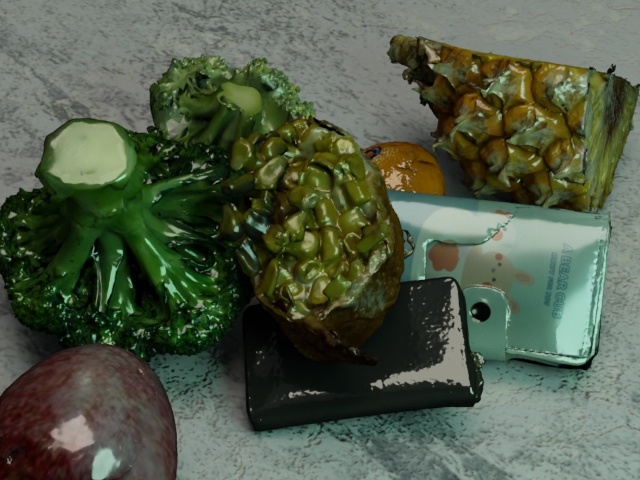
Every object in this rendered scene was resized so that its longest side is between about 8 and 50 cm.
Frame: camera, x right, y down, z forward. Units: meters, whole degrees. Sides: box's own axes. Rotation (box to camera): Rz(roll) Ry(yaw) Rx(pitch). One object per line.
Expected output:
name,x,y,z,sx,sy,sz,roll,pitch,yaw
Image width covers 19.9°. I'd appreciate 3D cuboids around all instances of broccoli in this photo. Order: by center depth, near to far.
broccoli,-0.194,-0.010,1.883,0.297,0.297,0.297,-1,64,2
broccoli,-0.098,-0.103,2.076,0.198,0.176,0.226,-7,29,-6

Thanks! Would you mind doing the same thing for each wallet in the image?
wallet,0.043,0.116,1.888,0.250,0.044,0.149,-9,62,5
wallet,0.180,0.042,1.956,0.250,0.075,0.176,7,81,6

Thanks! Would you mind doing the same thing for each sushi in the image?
sushi,-0.002,-0.003,1.838,0.167,0.179,0.296,0,63,15

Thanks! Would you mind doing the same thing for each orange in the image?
orange,0.079,-0.049,2.070,0.135,0.117,0.135,-30,13,7

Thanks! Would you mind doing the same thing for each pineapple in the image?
pineapple,0.199,-0.118,2.118,0.286,0.209,0.344,11,5,20

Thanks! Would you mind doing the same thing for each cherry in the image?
cherry,-0.228,0.191,1.746,0.192,0.175,0.249,2,39,14
